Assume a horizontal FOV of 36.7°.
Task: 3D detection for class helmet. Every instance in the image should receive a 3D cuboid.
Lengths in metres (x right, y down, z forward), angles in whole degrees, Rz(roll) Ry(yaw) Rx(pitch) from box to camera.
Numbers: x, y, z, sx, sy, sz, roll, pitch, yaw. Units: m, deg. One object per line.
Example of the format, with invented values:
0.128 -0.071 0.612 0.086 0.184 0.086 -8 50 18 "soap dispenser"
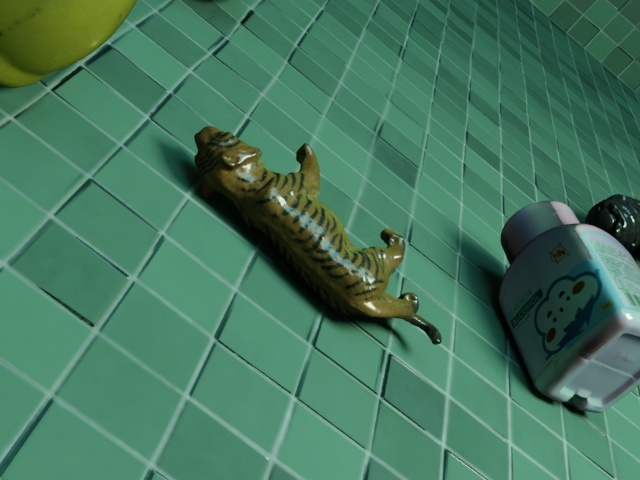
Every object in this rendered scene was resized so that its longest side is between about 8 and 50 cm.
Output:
-0.201 -0.170 0.611 0.205 0.140 0.257 16 4 21 "helmet"

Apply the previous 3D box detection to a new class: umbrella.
0.474 -0.009 1.374 0.090 0.094 0.326 5 -3 43 "umbrella"

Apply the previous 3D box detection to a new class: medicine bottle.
0.235 0.052 0.900 0.094 0.119 0.188 22 33 -29 "medicine bottle"

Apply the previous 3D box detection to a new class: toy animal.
0.000 0.000 0.736 0.241 0.057 0.099 46 32 4 "toy animal"
